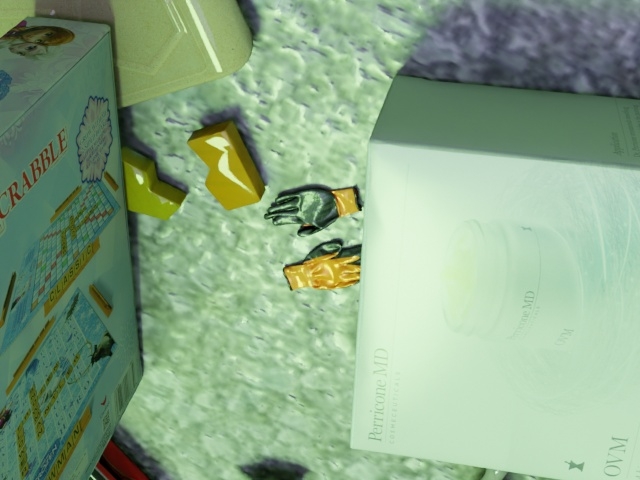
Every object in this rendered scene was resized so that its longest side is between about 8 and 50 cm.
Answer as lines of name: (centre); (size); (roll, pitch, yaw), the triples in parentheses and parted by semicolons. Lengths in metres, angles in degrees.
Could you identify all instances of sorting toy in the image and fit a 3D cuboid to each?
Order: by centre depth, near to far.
sorting toy: (-0.165, -0.146, 0.673); (0.229, 0.041, 0.307); (-14, 119, 21)

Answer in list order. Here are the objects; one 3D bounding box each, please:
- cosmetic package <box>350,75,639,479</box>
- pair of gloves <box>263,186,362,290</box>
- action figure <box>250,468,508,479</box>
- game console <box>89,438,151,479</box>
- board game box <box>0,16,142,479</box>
cosmetic package: (0.141, 0.026, 0.634); (0.224, 0.138, 0.224); (7, 117, 10)
pair of gloves: (0.000, 0.000, 0.722); (0.074, 0.010, 0.083); (-10, 113, 17)
action figure: (0.079, 0.297, 0.765); (0.341, 0.178, 0.330); (34, 108, -8)
game console: (-0.266, 0.315, 0.909); (0.342, 0.060, 0.386); (-33, 105, 24)
board game box: (-0.205, 0.068, 0.605); (0.066, 0.319, 0.318); (8, 124, 8)
